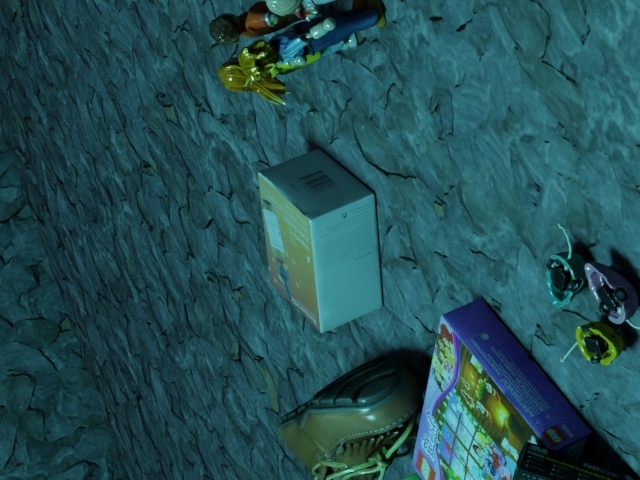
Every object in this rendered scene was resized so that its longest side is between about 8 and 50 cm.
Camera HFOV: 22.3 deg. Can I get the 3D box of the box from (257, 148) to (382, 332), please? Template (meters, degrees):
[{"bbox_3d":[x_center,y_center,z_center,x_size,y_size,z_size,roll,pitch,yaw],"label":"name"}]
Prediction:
[{"bbox_3d":[0.000,0.000,1.957,0.130,0.091,0.170,41,146,46],"label":"box"}]

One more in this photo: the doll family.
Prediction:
[{"bbox_3d":[-0.025,-0.212,1.718,0.263,0.163,0.118,-12,100,67],"label":"doll family"}]

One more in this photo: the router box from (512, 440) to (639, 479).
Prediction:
[{"bbox_3d":[0.250,0.258,1.626,0.122,0.038,0.092,18,139,10],"label":"router box"}]

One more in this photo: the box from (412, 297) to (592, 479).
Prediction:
[{"bbox_3d":[0.191,0.230,1.788,0.201,0.057,0.293,52,153,33],"label":"box"}]

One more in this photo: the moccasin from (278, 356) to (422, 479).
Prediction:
[{"bbox_3d":[0.045,0.245,2.027,0.147,0.139,0.380,58,154,6],"label":"moccasin"}]

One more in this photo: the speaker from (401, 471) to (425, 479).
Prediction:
[{"bbox_3d":[0.169,0.423,1.932,0.296,0.131,0.131,59,156,19],"label":"speaker"}]

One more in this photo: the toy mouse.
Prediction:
[{"bbox_3d":[0.254,0.045,1.510,0.161,0.031,0.143,-5,107,66],"label":"toy mouse"}]
